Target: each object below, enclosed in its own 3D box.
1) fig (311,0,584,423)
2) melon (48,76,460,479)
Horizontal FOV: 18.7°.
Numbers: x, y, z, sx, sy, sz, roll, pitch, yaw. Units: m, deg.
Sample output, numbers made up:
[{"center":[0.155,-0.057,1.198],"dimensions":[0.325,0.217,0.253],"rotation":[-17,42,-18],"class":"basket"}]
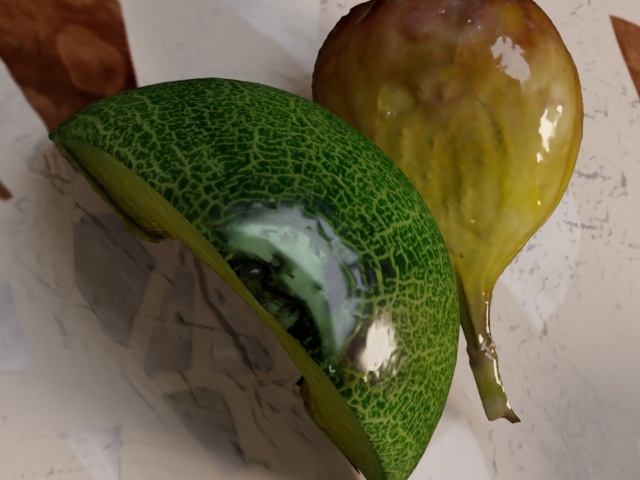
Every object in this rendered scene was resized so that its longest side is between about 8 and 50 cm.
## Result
[{"center":[0.084,-0.020,1.128],"dimensions":[0.159,0.159,0.257],"rotation":[-5,82,-41],"class":"fig"},{"center":[0.000,0.000,0.986],"dimensions":[0.129,0.169,0.265],"rotation":[-41,95,-11],"class":"melon"}]
